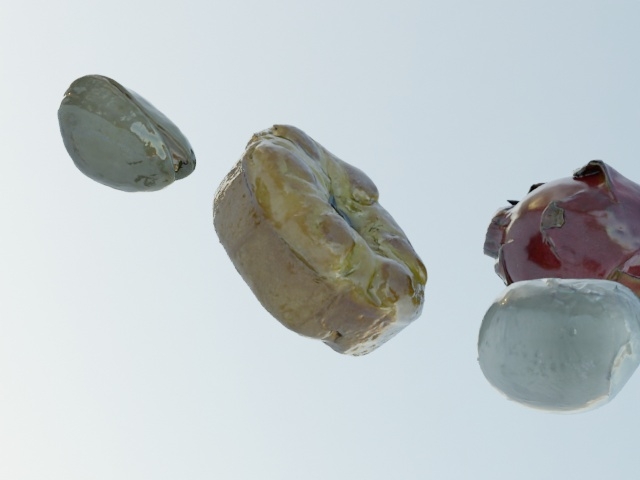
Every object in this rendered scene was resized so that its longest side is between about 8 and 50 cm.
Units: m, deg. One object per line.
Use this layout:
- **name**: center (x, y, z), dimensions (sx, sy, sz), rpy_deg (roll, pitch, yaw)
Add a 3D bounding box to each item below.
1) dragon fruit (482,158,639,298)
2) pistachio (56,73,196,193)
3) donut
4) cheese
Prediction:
- **dragon fruit**: center (0.376, 0.017, 2.351), dimensions (0.315, 0.250, 0.250), rpy_deg (42, -23, 29)
- **pistachio**: center (-0.231, -0.121, 2.028), dimensions (0.185, 0.124, 0.124), rpy_deg (25, -30, 19)
- **donut**: center (0.000, 0.000, 2.165), dimensions (0.299, 0.150, 0.317), rpy_deg (38, 19, -13)
- **cheese**: center (0.270, 0.117, 1.918), dimensions (0.189, 0.154, 0.198), rpy_deg (5, -5, 11)
